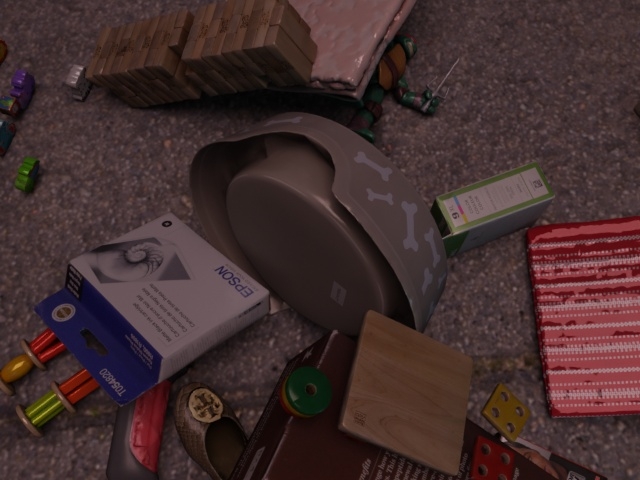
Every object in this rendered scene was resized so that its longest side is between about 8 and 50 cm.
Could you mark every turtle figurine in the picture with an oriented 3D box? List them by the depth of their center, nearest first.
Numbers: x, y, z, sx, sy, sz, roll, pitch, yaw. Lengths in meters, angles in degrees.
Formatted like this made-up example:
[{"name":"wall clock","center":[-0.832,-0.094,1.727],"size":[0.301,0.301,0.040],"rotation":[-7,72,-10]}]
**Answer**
[{"name":"turtle figurine","center":[0.106,-0.252,1.116],"size":[0.234,0.118,0.175],"rotation":[-52,120,-27]}]

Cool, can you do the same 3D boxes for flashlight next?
[{"name":"flashlight","center":[-0.210,0.247,0.935],"size":[0.103,0.103,0.303],"rotation":[24,62,-35]}]

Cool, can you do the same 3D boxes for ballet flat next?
[{"name":"ballet flat","center":[-0.099,0.282,0.914],"size":[0.084,0.058,0.249],"rotation":[-22,83,-43]}]

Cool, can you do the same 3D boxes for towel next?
[{"name":"towel","center":[0.392,0.097,1.013],"size":[0.199,0.031,0.274],"rotation":[-7,70,15]},{"name":"towel","center":[-0.006,-0.348,1.098],"size":[0.332,0.053,0.316],"rotation":[15,69,37]}]

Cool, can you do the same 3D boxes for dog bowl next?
[{"name":"dog bowl","center":[0.000,0.000,0.910],"size":[0.349,0.348,0.102],"rotation":[40,61,12]}]

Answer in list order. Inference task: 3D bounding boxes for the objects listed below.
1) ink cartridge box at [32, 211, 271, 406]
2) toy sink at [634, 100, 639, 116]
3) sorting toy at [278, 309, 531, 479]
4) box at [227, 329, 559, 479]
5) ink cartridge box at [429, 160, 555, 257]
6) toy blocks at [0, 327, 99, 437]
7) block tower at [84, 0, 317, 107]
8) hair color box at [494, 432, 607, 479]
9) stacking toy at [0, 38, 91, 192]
[{"name":"ink cartridge box","center":[-0.217,0.073,0.949],"size":[0.224,0.045,0.223],"rotation":[-33,51,-31]},{"name":"toy sink","center":[0.601,-0.168,1.077],"size":[0.131,0.152,0.234],"rotation":[-29,73,-12]},{"name":"sorting toy","center":[0.091,0.163,0.774],"size":[0.275,0.046,0.132],"rotation":[26,54,-14]},{"name":"box","center":[0.104,0.291,0.827],"size":[0.381,0.143,0.191],"rotation":[36,54,-9]},{"name":"ink cartridge box","center":[0.205,-0.030,1.038],"size":[0.209,0.109,0.062],"rotation":[-21,72,-8]},{"name":"toy blocks","center":[-0.337,0.164,0.982],"size":[0.148,0.054,0.123],"rotation":[-38,75,-14]},{"name":"block tower","center":[-0.168,-0.258,1.041],"size":[0.336,0.097,0.090],"rotation":[1,67,31]},{"name":"hair color box","center":[0.281,0.305,0.955],"size":[0.141,0.043,0.072],"rotation":[23,71,7]},{"name":"stacking toy","center":[-0.458,-0.187,1.109],"size":[0.167,0.052,0.221],"rotation":[18,73,7]}]
